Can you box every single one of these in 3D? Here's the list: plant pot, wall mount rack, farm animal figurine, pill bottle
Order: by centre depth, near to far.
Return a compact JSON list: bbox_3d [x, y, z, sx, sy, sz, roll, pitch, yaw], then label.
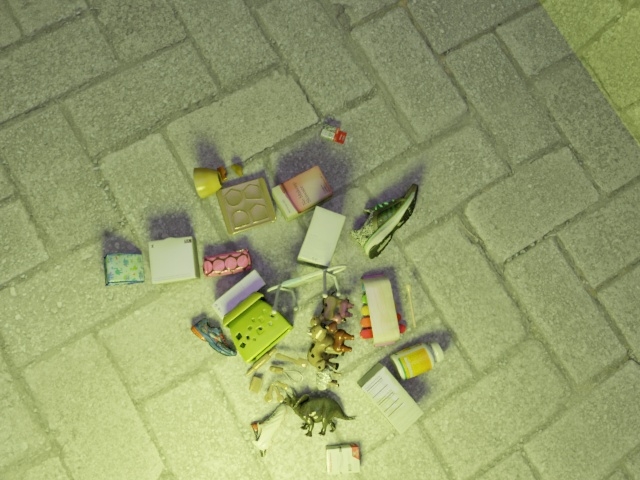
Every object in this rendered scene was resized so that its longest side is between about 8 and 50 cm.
[{"bbox_3d":[-0.055,0.197,1.729,0.349,0.304,0.131,-20,76,11],"label":"wall mount rack"},{"bbox_3d":[-0.261,0.346,1.790,0.227,0.228,0.207,-39,80,-10],"label":"plant pot"},{"bbox_3d":[0.019,0.393,1.812,0.172,0.330,0.327,13,108,-6],"label":"farm animal figurine"},{"bbox_3d":[0.413,0.508,1.876,0.208,0.117,0.118,-20,83,-9],"label":"pill bottle"},{"bbox_3d":[-0.480,-0.257,1.899,0.095,0.134,0.134,-12,82,3],"label":"plant pot"}]

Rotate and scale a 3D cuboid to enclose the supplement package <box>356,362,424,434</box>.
[{"bbox_3d":[0.286,0.651,1.830,0.133,0.139,0.244,-40,87,-9],"label":"supplement package"}]

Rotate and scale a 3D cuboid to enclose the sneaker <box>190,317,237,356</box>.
[{"bbox_3d":[-0.433,0.406,1.834,0.221,0.083,0.087,38,72,-2],"label":"sneaker"}]

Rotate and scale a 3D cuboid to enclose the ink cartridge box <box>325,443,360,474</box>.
[{"bbox_3d":[0.089,0.901,1.813,0.135,0.056,0.099,-1,81,-6],"label":"ink cartridge box"}]

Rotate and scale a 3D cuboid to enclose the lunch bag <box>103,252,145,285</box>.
[{"bbox_3d":[-0.817,0.119,1.837,0.151,0.096,0.129,-3,80,-35],"label":"lunch bag"}]

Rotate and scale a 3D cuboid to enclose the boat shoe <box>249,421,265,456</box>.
[{"bbox_3d":[-0.256,0.817,1.798,0.043,0.049,0.137,-14,80,-4],"label":"boat shoe"}]

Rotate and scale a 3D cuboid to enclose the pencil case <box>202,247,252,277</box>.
[{"bbox_3d":[-0.401,0.094,1.881,0.209,0.095,0.098,-12,117,-9],"label":"pencil case"}]

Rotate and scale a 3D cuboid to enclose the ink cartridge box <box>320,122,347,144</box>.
[{"bbox_3d":[0.063,-0.498,2.049,0.115,0.029,0.063,19,79,-2],"label":"ink cartridge box"}]

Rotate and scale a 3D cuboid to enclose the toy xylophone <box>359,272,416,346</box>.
[{"bbox_3d":[0.288,0.300,1.915,0.236,0.081,0.323,0,81,-5],"label":"toy xylophone"}]

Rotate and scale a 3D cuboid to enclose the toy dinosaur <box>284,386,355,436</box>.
[{"bbox_3d":[-0.001,0.708,1.805,0.313,0.121,0.161,6,87,-2],"label":"toy dinosaur"}]

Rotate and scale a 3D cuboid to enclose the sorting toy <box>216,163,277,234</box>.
[{"bbox_3d":[-0.344,-0.198,1.962,0.228,0.041,0.308,-18,83,-3],"label":"sorting toy"}]

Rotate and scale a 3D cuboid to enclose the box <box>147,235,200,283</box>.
[{"bbox_3d":[-0.612,0.085,1.847,0.180,0.119,0.182,-7,82,-6],"label":"box"}]

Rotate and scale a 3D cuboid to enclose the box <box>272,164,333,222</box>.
[{"bbox_3d":[-0.081,-0.204,1.939,0.232,0.127,0.149,-29,85,-9],"label":"box"}]

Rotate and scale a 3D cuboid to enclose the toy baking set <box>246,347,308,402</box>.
[{"bbox_3d":[-0.181,0.553,1.834,0.196,0.030,0.256,43,84,15],"label":"toy baking set"}]

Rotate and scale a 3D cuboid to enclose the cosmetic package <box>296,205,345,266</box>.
[{"bbox_3d":[0.000,0.000,1.864,0.138,0.224,0.225,18,80,-2],"label":"cosmetic package"}]

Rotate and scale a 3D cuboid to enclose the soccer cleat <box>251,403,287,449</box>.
[{"bbox_3d":[-0.203,0.747,1.783,0.076,0.068,0.196,35,60,-7],"label":"soccer cleat"}]

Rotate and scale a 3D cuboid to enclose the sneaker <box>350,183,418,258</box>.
[{"bbox_3d":[0.285,-0.122,1.964,0.182,0.158,0.410,36,74,19],"label":"sneaker"}]

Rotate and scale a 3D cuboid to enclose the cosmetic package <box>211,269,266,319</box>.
[{"bbox_3d":[-0.339,0.228,1.852,0.231,0.117,0.086,-38,87,-9],"label":"cosmetic package"}]
